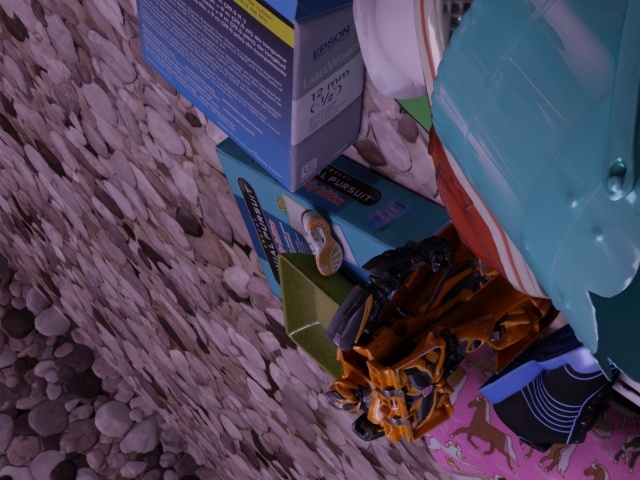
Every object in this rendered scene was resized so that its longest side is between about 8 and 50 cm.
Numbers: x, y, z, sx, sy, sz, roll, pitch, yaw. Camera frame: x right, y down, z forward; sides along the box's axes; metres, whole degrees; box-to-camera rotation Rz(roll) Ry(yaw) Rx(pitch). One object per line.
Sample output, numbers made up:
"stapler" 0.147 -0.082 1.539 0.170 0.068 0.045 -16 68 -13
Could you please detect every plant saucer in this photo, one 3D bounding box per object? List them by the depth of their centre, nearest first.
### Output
"plant saucer" 0.033 0.107 1.506 0.188 0.045 0.188 41 156 25

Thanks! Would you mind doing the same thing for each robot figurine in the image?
"robot figurine" 0.125 0.057 1.123 0.085 0.291 0.211 35 154 37

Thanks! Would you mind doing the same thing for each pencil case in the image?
"pencil case" 0.276 0.229 1.288 0.386 0.167 0.160 23 111 51

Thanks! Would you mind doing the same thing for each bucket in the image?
"bucket" 0.211 -0.071 0.738 0.183 0.281 0.281 55 162 27

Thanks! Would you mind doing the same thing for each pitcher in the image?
"pitcher" 0.085 -0.201 1.032 0.178 0.125 0.207 61 166 -11

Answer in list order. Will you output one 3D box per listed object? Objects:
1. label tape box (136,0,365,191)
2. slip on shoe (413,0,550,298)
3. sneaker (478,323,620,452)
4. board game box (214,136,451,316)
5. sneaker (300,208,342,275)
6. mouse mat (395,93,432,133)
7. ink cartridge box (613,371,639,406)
"label tape box" -0.072 -0.243 1.287 0.249 0.115 0.348 42 154 21
"slip on shoe" 0.117 -0.081 0.924 0.101 0.123 0.331 29 158 35
"sneaker" 0.224 0.126 1.137 0.090 0.081 0.232 49 156 2
"board game box" 0.039 0.021 1.529 0.336 0.079 0.254 31 151 42
"sneaker" 0.000 0.000 1.432 0.037 0.032 0.083 46 157 51
"mouse mat" 0.120 -0.134 1.218 0.189 0.007 0.152 45 158 13
"ink cartridge box" 0.284 0.061 1.121 0.115 0.067 0.198 37 153 33
